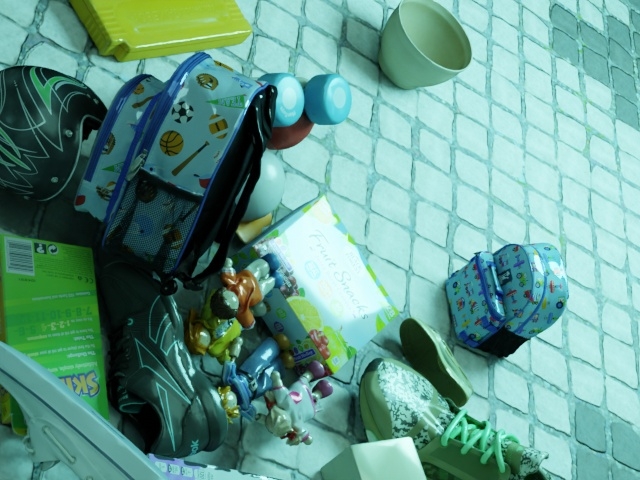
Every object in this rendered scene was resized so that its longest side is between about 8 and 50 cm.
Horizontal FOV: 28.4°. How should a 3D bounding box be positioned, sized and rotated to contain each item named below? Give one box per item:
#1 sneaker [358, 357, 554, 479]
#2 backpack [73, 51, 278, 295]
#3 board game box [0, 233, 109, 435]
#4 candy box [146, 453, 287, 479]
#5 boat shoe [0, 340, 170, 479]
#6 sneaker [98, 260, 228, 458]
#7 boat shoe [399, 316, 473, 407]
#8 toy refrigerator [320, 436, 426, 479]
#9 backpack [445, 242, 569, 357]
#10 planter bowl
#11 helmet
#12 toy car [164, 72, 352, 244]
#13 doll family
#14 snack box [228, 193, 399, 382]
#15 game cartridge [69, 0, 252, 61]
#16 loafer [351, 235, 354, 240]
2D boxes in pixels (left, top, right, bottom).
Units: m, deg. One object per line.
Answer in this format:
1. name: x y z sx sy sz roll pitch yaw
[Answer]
1. sneaker: 0.230 0.296 1.733 0.410 0.182 0.158 45 42 -4
2. backpack: -0.169 -0.104 1.583 0.213 0.263 0.276 30 15 -5
3. board game box: -0.321 0.118 1.503 0.124 0.039 0.259 11 52 -35
4. candy box: -0.128 0.350 1.470 0.196 0.070 0.164 17 51 -30
5. boat shoe: -0.282 0.214 1.384 0.258 0.095 0.084 40 83 6
6. sneaker: -0.212 0.143 1.531 0.106 0.101 0.267 -18 68 -36
7. boat shoe: 0.173 0.176 1.872 0.153 0.056 0.048 52 32 1
8. toy refrigerator: 0.097 0.397 1.616 0.102 0.094 0.269 -3 62 -34
9. backpack: 0.294 0.079 1.955 0.117 0.173 0.158 17 52 -31
10. planter bowl: 0.167 -0.330 2.195 0.162 0.109 0.162 23 48 -28
11. helmet: -0.355 -0.134 1.564 0.169 0.169 0.161 50 25 1
12. toy car: -0.092 -0.114 1.791 0.210 0.219 0.237 -8 99 -52
13. doll family: -0.100 0.153 1.630 0.163 0.118 0.263 -37 105 -55
14. snack box: -0.008 0.065 1.756 0.174 0.070 0.207 -37 98 -45
15. game cartridge: -0.282 -0.425 1.924 0.285 0.053 0.323 -19 73 -46
16. loafer: 0.000 0.000 1.861 0.125 0.045 0.039 19 56 -33
